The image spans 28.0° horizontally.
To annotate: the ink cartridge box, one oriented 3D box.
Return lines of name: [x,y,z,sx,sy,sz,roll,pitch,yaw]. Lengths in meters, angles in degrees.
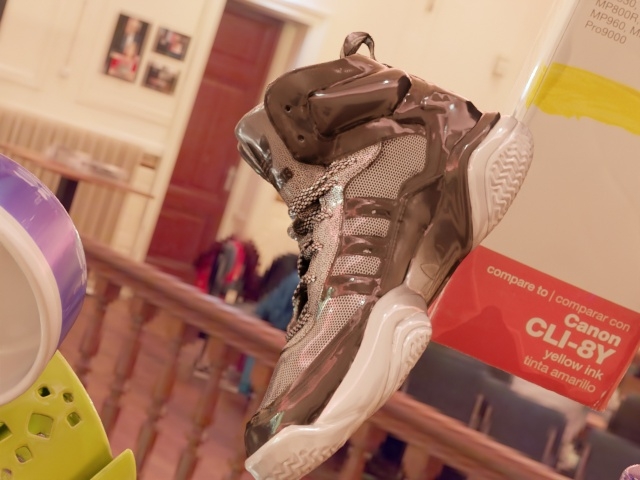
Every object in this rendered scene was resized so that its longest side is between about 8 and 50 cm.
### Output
ink cartridge box: [0.235,-0.108,0.994,0.160,0.384,0.279,24,26,3]

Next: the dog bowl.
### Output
dog bowl: [-0.371,0.035,1.274,0.265,0.265,0.104,18,33,4]

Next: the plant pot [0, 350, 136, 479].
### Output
plant pot: [-0.352,0.285,1.548,0.207,0.227,0.228,46,-22,8]

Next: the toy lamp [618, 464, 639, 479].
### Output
toy lamp: [0.256,0.321,1.063,0.080,0.274,0.080,4,12,-1]

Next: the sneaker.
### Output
sneaker: [0.000,0.000,0.721,0.153,0.268,0.101,36,-27,-2]
